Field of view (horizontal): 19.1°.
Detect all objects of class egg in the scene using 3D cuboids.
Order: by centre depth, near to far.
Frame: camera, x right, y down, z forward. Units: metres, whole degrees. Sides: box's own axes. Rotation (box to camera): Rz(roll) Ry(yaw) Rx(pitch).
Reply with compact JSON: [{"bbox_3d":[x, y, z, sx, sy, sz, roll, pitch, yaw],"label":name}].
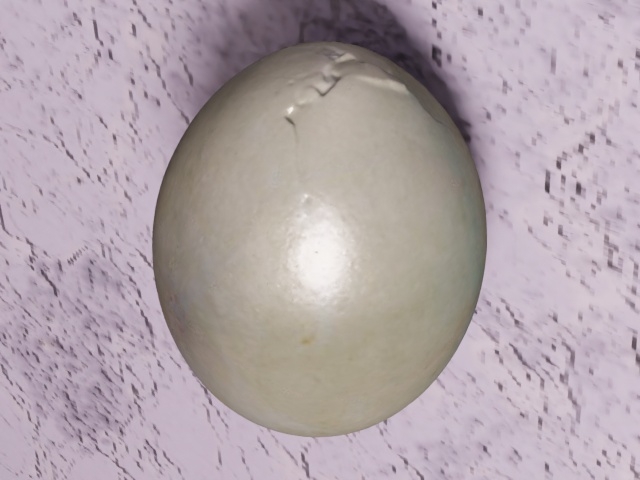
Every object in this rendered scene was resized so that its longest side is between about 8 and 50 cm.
[{"bbox_3d":[0.000,0.000,0.647,0.114,0.114,0.152,28,136,19],"label":"egg"}]
